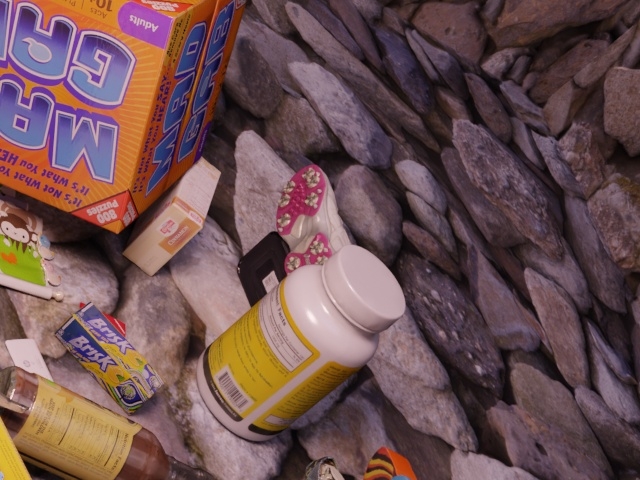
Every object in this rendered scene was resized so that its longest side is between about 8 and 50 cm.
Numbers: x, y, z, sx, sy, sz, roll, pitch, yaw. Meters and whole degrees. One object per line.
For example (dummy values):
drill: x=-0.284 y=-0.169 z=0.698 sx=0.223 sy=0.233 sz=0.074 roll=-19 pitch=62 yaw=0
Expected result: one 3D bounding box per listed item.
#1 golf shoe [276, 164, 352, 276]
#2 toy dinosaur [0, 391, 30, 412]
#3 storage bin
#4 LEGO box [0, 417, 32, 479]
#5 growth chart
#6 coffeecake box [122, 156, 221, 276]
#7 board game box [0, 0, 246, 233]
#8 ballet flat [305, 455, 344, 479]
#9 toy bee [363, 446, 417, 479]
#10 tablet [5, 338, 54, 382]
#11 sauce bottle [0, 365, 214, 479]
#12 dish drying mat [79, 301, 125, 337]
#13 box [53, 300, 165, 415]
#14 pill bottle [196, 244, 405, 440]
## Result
golf shoe: x=0.000 y=0.000 z=2.241 sx=0.140 sy=0.115 sz=0.306 roll=40 pitch=33 yaw=-39
toy dinosaur: x=-0.499 y=0.157 z=1.575 sx=0.268 sy=0.064 sz=0.118 roll=39 pitch=59 yaw=21
storage bin: x=-0.062 y=0.087 z=2.270 sx=0.084 sy=0.122 sz=0.180 roll=14 pitch=43 yaw=-48
LEGO box: x=-0.556 y=0.203 z=1.309 sx=0.372 sy=0.193 sz=0.500 roll=-9 pitch=61 yaw=-53
growth chart: x=-0.479 y=-0.013 z=1.912 sx=0.172 sy=0.021 sz=0.237 roll=14 pitch=44 yaw=-49
coffeecake box: x=-0.253 y=-0.048 z=2.146 sx=0.068 sy=0.142 sz=0.185 roll=40 pitch=29 yaw=-17
board game box: x=-0.361 y=-0.290 z=1.949 sx=0.356 sy=0.356 sz=0.356 roll=23 pitch=27 yaw=6
ballet flat: x=0.022 y=0.430 z=2.015 sx=0.070 sy=0.070 sz=0.188 roll=19 pitch=39 yaw=-43
toy bee: x=0.123 y=0.468 z=2.056 sx=0.195 sy=0.162 sz=0.298 roll=35 pitch=4 yaw=-7
tablet: x=-0.412 y=0.176 z=1.779 sx=0.054 sy=0.006 sz=0.083 roll=1 pitch=52 yaw=-54
sauce bottle: x=-0.298 y=0.285 z=1.697 sx=0.344 sy=0.111 sz=0.111 roll=34 pitch=31 yaw=-30
dish drying mat: x=-0.339 y=0.124 z=1.949 sx=0.083 sy=0.008 sz=0.032 roll=31 pitch=33 yaw=-30
box: x=-0.314 y=0.175 z=1.869 sx=0.169 sy=0.054 sz=0.059 roll=47 pitch=27 yaw=-1
pill bottle: x=-0.029 y=0.160 z=1.995 sx=0.188 sy=0.334 sz=0.188 roll=35 pitch=30 yaw=-24
